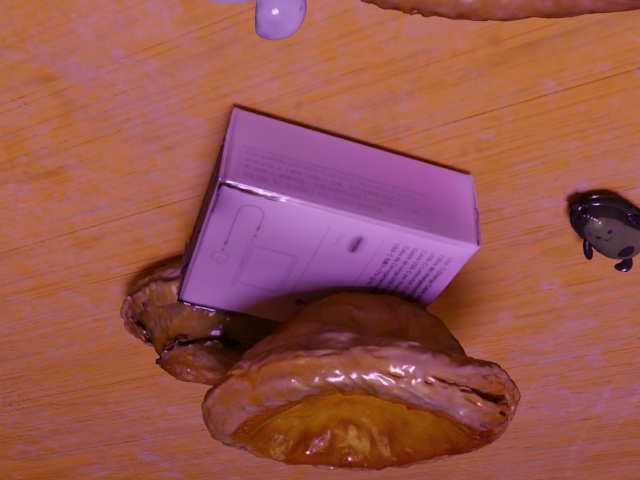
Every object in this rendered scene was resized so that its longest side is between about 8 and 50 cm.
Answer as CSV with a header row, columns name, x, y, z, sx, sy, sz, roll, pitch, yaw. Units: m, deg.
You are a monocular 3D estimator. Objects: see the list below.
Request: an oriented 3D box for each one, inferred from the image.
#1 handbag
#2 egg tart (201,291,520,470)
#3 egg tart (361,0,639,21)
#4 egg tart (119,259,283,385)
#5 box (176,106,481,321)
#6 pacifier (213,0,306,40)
name,x,y,z,sx,sy,sz,roll,pitch,yaw
handbag,0.292,-0.013,0.723,0.111,0.047,0.072,29,134,-31
egg tart,0.039,0.143,0.717,0.318,0.128,0.319,2,148,1
egg tart,0.113,-0.271,0.279,0.442,0.178,0.443,-1,156,0
egg tart,-0.124,0.111,0.867,0.240,0.106,0.241,0,144,0
box,0.000,0.000,0.714,0.251,0.106,0.203,14,141,-12
pacifier,-0.033,-0.187,0.486,0.150,0.117,0.126,-18,162,19
